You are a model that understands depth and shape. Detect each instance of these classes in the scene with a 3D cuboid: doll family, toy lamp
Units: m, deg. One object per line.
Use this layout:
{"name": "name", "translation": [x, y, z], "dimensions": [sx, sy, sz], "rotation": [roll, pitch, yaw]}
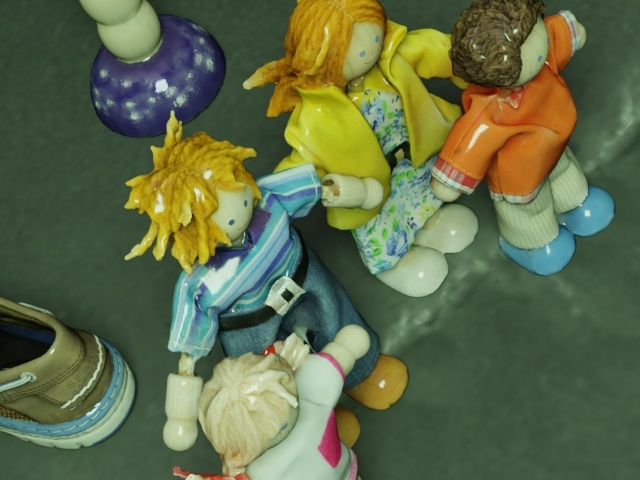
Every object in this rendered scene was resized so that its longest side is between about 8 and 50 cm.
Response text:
{"name": "doll family", "translation": [0.000, 0.000, 0.630], "dimensions": [0.118, 0.163, 0.263], "rotation": [20, 64, 32]}
{"name": "toy lamp", "translation": [-0.117, -0.159, 0.724], "dimensions": [0.080, 0.274, 0.080], "rotation": [-11, 53, 14]}

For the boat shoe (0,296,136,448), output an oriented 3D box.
{"name": "boat shoe", "translation": [-0.171, 0.044, 0.729], "dimensions": [0.183, 0.066, 0.066], "rotation": [1, 55, 22]}
